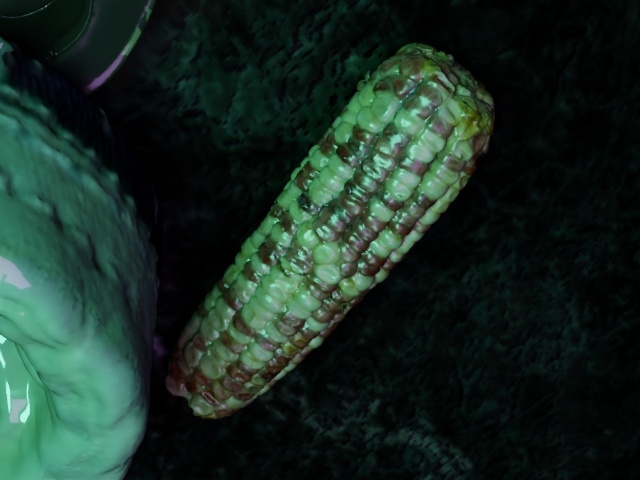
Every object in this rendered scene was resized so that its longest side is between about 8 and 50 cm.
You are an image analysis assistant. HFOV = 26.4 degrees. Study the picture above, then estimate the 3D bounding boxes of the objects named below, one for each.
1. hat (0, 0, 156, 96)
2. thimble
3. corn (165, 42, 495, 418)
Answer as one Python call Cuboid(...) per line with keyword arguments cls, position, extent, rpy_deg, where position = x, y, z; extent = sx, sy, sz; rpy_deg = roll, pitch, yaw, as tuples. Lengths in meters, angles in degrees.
Cuboid(cls="hat", position=(-0.132, -0.116, 0.619), extent=(0.121, 0.050, 0.121), rpy_deg=(-4, 124, -6))
Cuboid(cls="thimble", position=(-0.179, 0.024, 0.599), extent=(0.237, 0.150, 0.237), rpy_deg=(-4, 137, -4))
Cuboid(cls="corn", position=(0.000, 0.000, 0.723), extent=(0.079, 0.079, 0.237), rpy_deg=(32, 108, -31))
